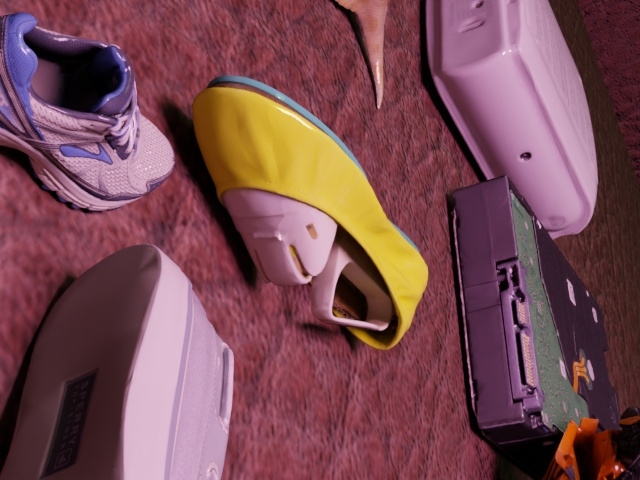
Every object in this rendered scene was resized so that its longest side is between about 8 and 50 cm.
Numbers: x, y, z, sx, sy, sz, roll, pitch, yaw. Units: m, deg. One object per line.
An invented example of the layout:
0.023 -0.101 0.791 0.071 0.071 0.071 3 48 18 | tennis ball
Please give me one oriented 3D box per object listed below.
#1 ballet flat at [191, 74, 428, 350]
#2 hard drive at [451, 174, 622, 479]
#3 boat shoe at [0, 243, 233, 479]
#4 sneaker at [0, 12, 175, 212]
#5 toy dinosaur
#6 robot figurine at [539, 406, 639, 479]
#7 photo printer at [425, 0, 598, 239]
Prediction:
0.000 0.000 0.560 0.231 0.077 0.077 44 54 -52 | ballet flat
0.224 0.117 0.978 0.339 0.064 0.236 42 39 -52 | hard drive
-0.065 0.102 0.335 0.081 0.079 0.227 50 30 -35 | boat shoe
-0.093 -0.049 0.397 0.135 0.058 0.052 26 53 -60 | sneaker
0.046 -0.206 0.790 0.093 0.053 0.183 -31 129 -26 | toy dinosaur
0.196 0.249 0.739 0.291 0.085 0.211 -60 167 -58 | robot figurine
0.216 -0.167 1.085 0.307 0.107 0.256 50 33 -43 | photo printer
